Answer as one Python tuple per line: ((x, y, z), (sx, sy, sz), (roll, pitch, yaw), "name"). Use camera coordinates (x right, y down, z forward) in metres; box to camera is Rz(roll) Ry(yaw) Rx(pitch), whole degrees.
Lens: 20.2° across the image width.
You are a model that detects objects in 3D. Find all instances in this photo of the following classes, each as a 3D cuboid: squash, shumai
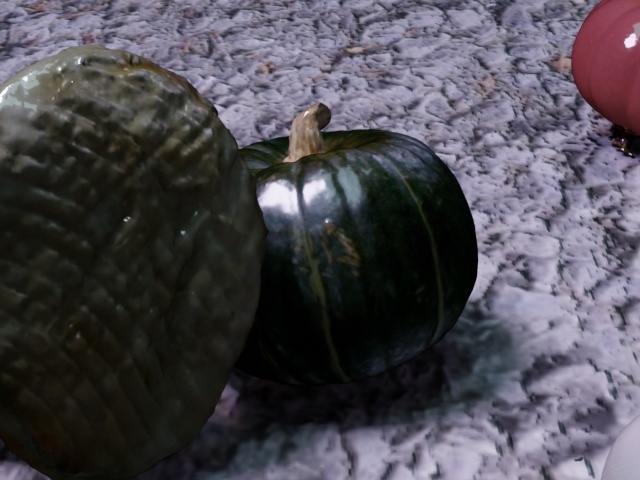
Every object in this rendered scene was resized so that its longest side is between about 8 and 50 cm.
((0.001, 0.006, 1.216), (0.218, 0.172, 0.218), (-25, 26, 14), "squash")
((-0.171, 0.004, 1.104), (0.222, 0.272, 0.203), (4, 14, -36), "shumai")

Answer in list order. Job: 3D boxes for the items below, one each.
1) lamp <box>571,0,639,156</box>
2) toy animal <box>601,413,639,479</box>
((0.304, -0.141, 1.567), (0.182, 0.140, 0.182), (14, 21, -6), "lamp")
((0.253, 0.114, 0.910), (0.212, 0.212, 0.267), (8, 54, 23), "toy animal")
